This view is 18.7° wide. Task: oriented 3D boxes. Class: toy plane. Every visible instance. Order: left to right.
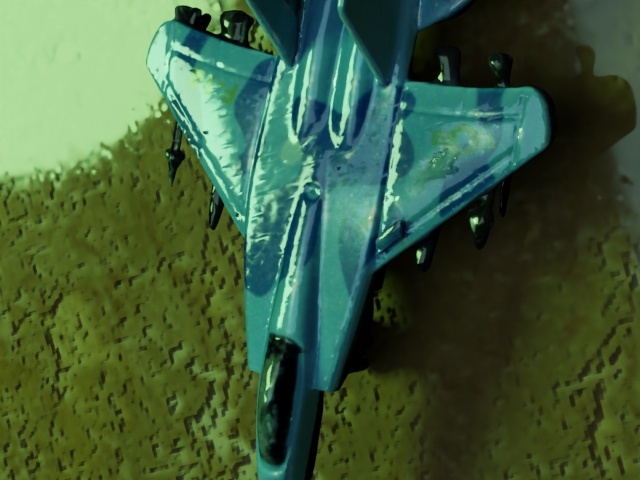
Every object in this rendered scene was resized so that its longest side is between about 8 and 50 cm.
[{"bbox_3d":[0.004,-0.001,0.726,0.169,0.078,0.246,13,109,27],"label":"toy plane"}]
